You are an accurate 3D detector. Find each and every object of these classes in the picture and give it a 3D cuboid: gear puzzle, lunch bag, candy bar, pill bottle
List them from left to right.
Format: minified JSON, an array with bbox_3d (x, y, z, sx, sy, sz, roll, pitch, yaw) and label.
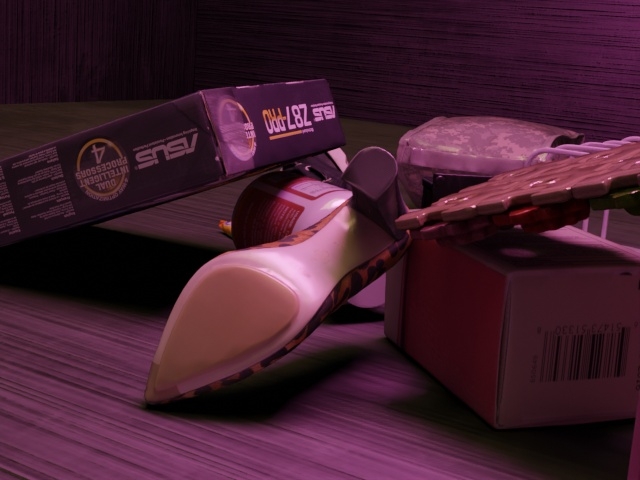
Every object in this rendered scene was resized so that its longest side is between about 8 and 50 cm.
[{"bbox_3d":[-0.089,-0.003,1.291,0.040,0.018,0.161,-2,14,-27],"label":"candy bar"},{"bbox_3d":[0.000,0.000,1.061,0.121,0.121,0.216,-3,14,-30],"label":"pill bottle"},{"bbox_3d":[0.269,-0.111,1.565,0.235,0.169,0.287,10,9,25],"label":"lunch bag"},{"bbox_3d":[0.228,-0.039,0.702,0.175,0.044,0.339,-23,8,-43],"label":"gear puzzle"}]

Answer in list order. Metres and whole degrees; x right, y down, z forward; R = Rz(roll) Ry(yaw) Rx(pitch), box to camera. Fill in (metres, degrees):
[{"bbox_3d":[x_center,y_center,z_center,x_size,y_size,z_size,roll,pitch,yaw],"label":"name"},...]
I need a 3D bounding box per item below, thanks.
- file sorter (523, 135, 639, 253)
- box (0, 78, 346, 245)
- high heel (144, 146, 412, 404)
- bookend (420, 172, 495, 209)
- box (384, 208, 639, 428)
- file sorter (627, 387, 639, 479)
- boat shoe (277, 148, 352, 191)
[{"bbox_3d":[0.381,-0.029,1.214,0.192,0.173,0.277,13,15,38],"label":"file sorter"},{"bbox_3d":[-0.208,-0.080,1.109,0.395,0.097,0.318,-15,2,23],"label":"box"},{"bbox_3d":[-0.023,0.050,0.807,0.093,0.261,0.186,45,-6,16],"label":"high heel"},{"bbox_3d":[0.123,-0.003,1.034,0.072,0.157,0.156,2,13,-11],"label":"bookend"},{"bbox_3d":[0.164,0.055,0.847,0.148,0.127,0.232,-1,13,-17],"label":"box"},{"bbox_3d":[0.329,0.107,0.505,0.290,0.202,0.182,15,19,40],"label":"file sorter"},{"bbox_3d":[0.010,-0.036,1.262,0.113,0.127,0.340,-23,32,-6],"label":"boat shoe"}]
